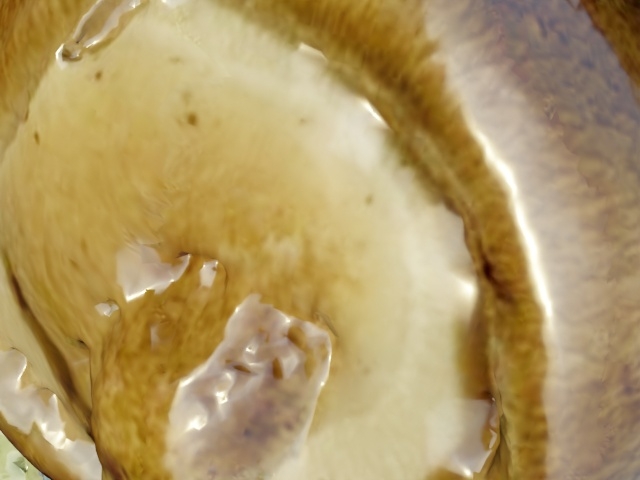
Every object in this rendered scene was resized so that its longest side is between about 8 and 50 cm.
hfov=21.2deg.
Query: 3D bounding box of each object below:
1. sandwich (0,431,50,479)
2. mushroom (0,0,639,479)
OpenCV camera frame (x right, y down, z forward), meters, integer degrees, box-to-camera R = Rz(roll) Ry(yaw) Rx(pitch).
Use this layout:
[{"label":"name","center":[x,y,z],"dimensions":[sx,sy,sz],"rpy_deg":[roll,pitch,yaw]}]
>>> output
[{"label":"sandwich","center":[-0.107,0.095,0.787],"dimensions":[0.325,0.131,0.262],"rpy_deg":[27,61,-68]},{"label":"mushroom","center":[0.000,0.000,0.500],"dimensions":[0.153,0.253,0.253],"rpy_deg":[-34,130,-55]}]
